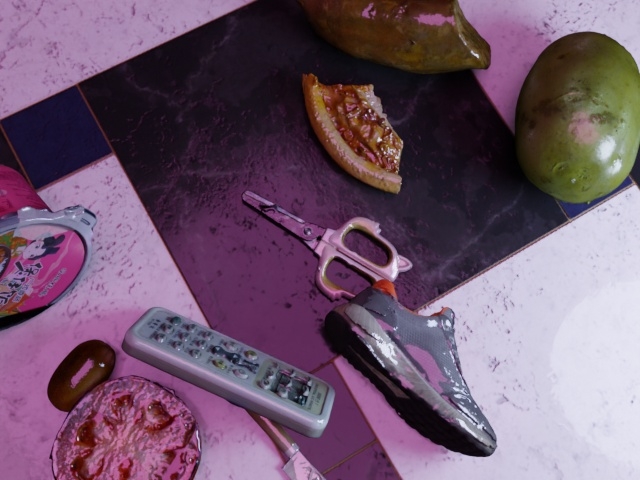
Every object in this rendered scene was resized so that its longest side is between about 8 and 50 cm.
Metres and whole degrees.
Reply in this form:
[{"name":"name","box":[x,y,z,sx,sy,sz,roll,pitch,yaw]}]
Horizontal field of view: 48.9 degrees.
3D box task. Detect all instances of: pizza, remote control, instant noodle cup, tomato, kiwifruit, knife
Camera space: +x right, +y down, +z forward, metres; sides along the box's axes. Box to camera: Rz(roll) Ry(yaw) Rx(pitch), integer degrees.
[{"name":"pizza","box":[0.063,-0.196,1.250,0.134,0.056,0.271,-27,81,-2]},{"name":"remote control","box":[-0.142,0.209,1.107,0.336,0.128,0.065,24,107,2]},{"name":"instant noodle cup","box":[-0.508,-0.003,1.077,0.303,0.258,0.181,-36,67,-12]},{"name":"tomato","box":[-0.292,0.321,1.083,0.225,0.085,0.224,0,76,-1]},{"name":"kiwifruit","box":[-0.377,0.213,1.109,0.075,0.075,0.124,37,80,4]},{"name":"knife","box":[-0.042,0.357,1.129,0.047,0.017,0.298,-42,83,-12]}]

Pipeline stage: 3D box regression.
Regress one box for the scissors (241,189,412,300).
[{"name":"scissors","box":[0.000,0.000,1.213,0.318,0.024,0.160,30,77,3]}]

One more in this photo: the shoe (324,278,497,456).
[{"name":"shoe","box":[0.174,0.191,1.141,0.336,0.132,0.171,44,63,2]}]

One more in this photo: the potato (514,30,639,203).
[{"name":"potato","box":[0.445,-0.214,1.211,0.216,0.216,0.304,20,79,0]}]

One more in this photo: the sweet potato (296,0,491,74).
[{"name":"sweet potato","box":[0.125,-0.379,1.255,0.370,0.158,0.157,10,76,8]}]
